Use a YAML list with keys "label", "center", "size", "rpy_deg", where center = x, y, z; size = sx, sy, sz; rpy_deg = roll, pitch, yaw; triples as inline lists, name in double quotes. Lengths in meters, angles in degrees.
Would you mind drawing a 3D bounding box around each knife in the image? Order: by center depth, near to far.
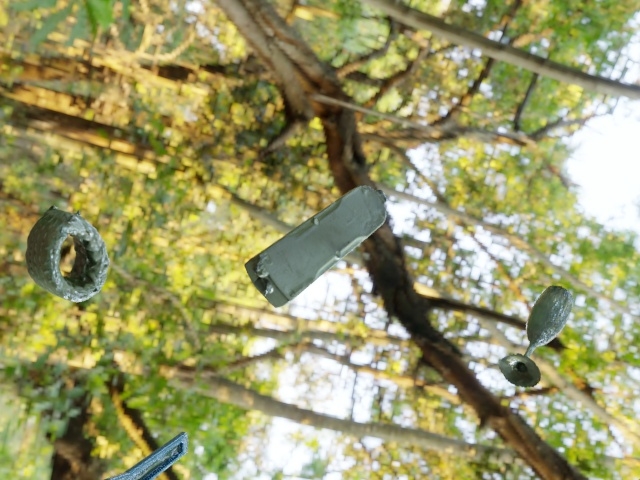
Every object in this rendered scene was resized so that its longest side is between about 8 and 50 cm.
- label: "knife"
  center: [-0.225, 0.287, 1.206]
  size: [0.296, 0.026, 0.044]
  rpy_deg: [-24, 109, -70]

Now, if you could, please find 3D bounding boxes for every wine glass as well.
- label: "wine glass"
  center: [0.332, 0.139, 1.489]
  size: [0.198, 0.066, 0.066]
  rpy_deg: [-46, 173, -46]

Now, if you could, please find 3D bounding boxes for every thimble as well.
- label: "thimble"
  center: [-0.299, 0.016, 1.168]
  size: [0.062, 0.084, 0.110]
  rpy_deg: [17, -65, 42]

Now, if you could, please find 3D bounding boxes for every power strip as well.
- label: "power strip"
  center: [0.002, -0.001, 1.432]
  size: [0.286, 0.080, 0.048]
  rpy_deg: [-38, -173, -39]

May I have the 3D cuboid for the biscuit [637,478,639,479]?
- label: "biscuit"
  center: [0.461, 0.375, 1.389]
  size: [0.015, 0.091, 0.078]
  rpy_deg: [11, -106, 55]
